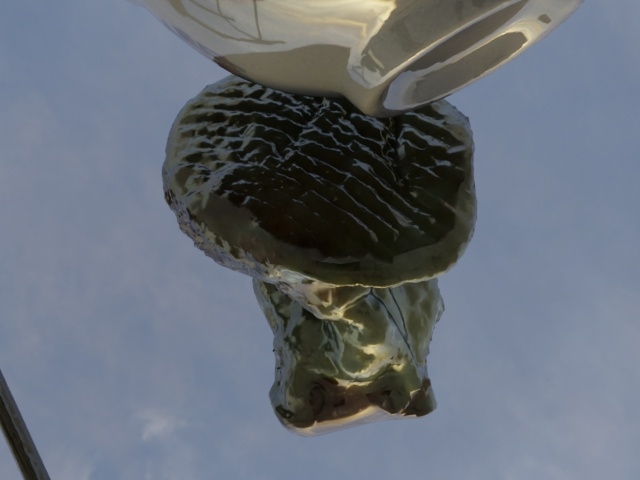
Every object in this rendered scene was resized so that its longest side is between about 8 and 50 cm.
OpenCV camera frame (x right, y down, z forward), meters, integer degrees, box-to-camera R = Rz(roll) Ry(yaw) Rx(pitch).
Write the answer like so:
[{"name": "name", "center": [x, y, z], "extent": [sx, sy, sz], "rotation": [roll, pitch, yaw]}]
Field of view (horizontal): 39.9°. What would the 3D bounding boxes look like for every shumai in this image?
[{"name": "shumai", "center": [0.000, 0.000, 0.658], "extent": [0.222, 0.203, 0.272], "rotation": [-2, -134, -2]}]

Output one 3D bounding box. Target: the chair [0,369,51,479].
[{"name": "chair", "center": [-0.399, 0.191, 0.658], "extent": [0.362, 0.364, 0.410], "rotation": [-12, -100, 12]}]

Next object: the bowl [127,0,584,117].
[{"name": "bowl", "center": [0.052, -0.172, 0.499], "extent": [0.345, 0.345, 0.157], "rotation": [-27, -96, -2]}]
